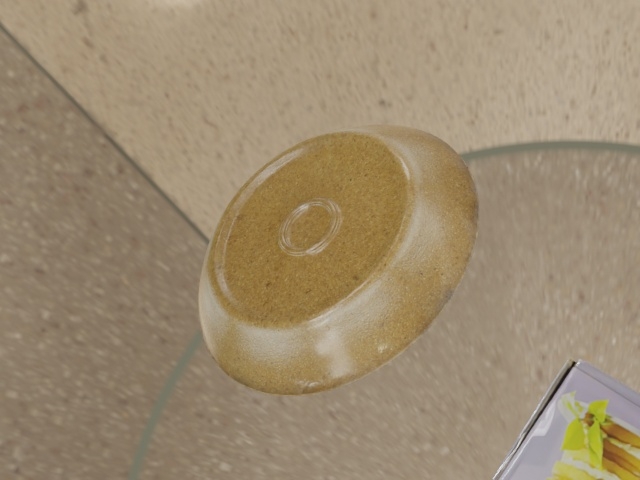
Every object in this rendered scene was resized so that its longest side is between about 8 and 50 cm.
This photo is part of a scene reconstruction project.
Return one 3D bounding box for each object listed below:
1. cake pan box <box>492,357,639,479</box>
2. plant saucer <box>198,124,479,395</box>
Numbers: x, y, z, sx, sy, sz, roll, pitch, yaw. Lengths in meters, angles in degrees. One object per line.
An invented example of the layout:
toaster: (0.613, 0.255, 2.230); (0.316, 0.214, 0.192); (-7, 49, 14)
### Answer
cake pan box: (0.184, 0.156, 0.605); (0.246, 0.267, 0.070); (34, 82, 16)
plant saucer: (0.000, 0.000, 0.413); (0.083, 0.015, 0.083); (-20, 48, 23)
